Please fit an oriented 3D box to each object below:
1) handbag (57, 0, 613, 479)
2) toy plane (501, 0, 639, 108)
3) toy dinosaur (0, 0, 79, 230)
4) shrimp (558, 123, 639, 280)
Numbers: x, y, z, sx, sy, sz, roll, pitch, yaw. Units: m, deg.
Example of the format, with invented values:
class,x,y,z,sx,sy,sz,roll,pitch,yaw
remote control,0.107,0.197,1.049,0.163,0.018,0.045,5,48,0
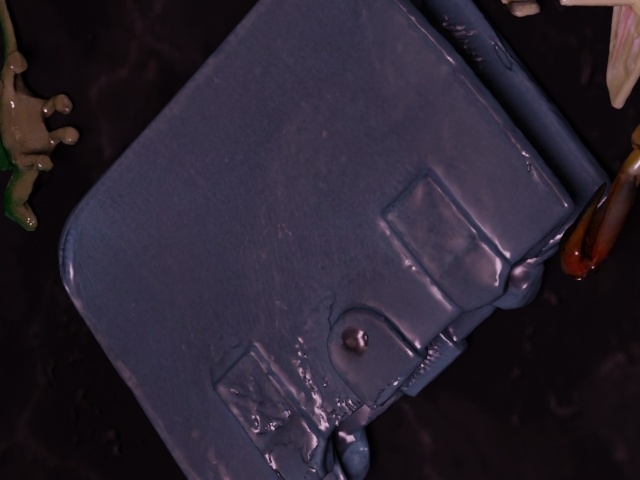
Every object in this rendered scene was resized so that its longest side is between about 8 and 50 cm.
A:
class,x,y,z,sx,sy,sz,roll,pitch,yaw
handbag,0.000,0.000,0.839,0.229,0.062,0.179,-45,70,29
toy plane,0.111,-0.181,0.713,0.229,0.092,0.244,135,135,-65
toy dinosaur,-0.152,-0.066,0.962,0.060,0.029,0.119,-26,79,45
shrimp,0.116,-0.023,0.694,0.034,0.178,0.124,37,125,-2
